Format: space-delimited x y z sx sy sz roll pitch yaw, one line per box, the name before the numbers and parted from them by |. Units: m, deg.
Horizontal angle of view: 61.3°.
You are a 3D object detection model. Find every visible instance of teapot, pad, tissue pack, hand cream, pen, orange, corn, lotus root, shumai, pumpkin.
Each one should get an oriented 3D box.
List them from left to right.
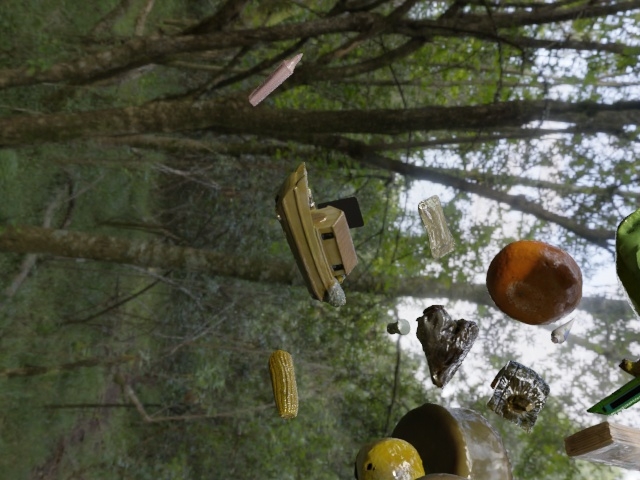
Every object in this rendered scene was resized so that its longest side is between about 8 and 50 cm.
pen | -0.123 -0.451 1.500 0.032 0.197 0.053 40 20 -35
corn | -0.115 0.442 1.663 0.231 0.080 0.080 -104 -166 -45
pad | 0.071 -0.090 1.898 0.003 0.157 0.112 -41 118 -58
teapot | 0.261 0.302 1.854 0.083 0.067 0.057 -25 -102 58
shumai | 0.360 0.310 1.664 0.218 0.185 0.184 -62 155 7
pumpkin | 0.522 0.397 1.421 0.126 0.131 0.248 -51 170 13
orange | 0.524 0.098 1.325 0.170 0.224 0.224 -37 140 -49
hand cream | 0.876 0.331 1.948 0.142 0.053 0.084 -22 140 -38
tissue pack | 0.870 0.586 1.513 0.170 0.325 0.071 127 -27 -48
lotus root | 0.856 0.314 1.348 0.094 0.190 0.108 59 38 -6

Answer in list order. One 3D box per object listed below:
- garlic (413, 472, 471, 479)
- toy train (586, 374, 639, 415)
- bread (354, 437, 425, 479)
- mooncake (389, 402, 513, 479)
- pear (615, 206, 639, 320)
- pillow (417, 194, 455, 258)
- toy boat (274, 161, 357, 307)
garlic | 0.184 0.575 1.058 0.279 0.132 0.325 -8 127 -48
toy train | 0.704 0.352 1.229 0.209 0.044 0.042 -51 -134 29
bread | 0.190 0.650 1.503 0.170 0.197 0.197 135 -38 -71
mooncake | 0.408 0.727 1.711 0.394 0.246 0.393 -101 -148 -43
pear | 0.720 0.059 1.061 0.318 0.342 0.239 50 -15 44
pillow | 0.411 -0.048 1.915 0.033 0.130 0.218 -7 -74 55
toy boat | 0.000 0.000 1.423 0.136 0.162 0.446 -94 167 -50
